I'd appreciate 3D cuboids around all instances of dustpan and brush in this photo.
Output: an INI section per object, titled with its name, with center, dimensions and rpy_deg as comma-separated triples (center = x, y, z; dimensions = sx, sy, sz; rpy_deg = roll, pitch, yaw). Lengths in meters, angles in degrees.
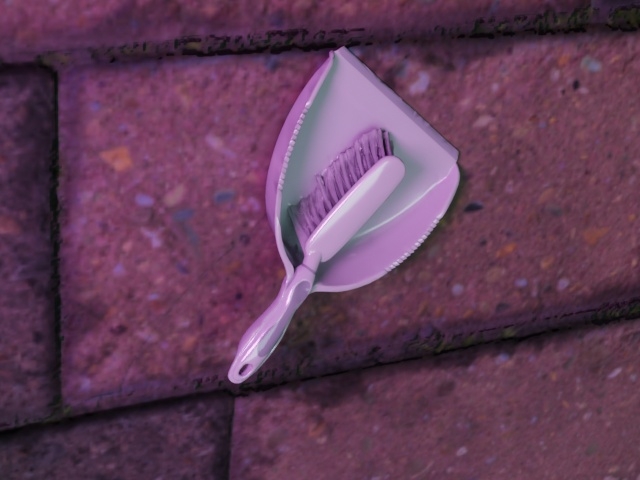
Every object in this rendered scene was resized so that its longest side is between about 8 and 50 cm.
[dustpan and brush]
center = 0.000, 0.000, 0.805
dimensions = 0.211, 0.060, 0.147
rpy_deg = -50, 128, 5
